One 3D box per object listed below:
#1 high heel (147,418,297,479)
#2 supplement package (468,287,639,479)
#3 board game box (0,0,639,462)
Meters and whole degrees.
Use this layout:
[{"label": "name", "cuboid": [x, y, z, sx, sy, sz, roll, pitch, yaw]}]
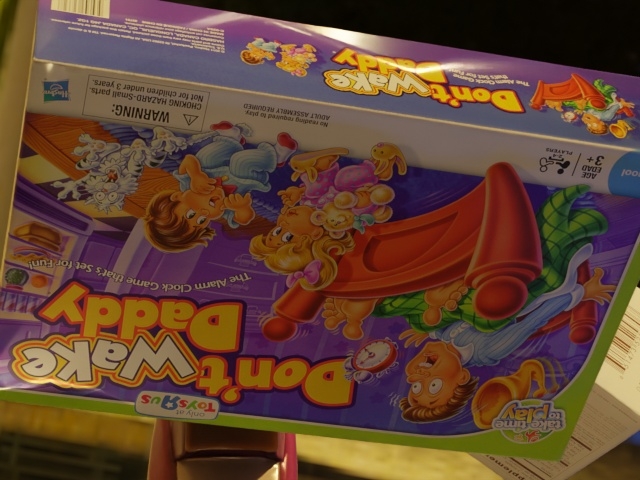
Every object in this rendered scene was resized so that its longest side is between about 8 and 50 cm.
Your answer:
[{"label": "high heel", "cuboid": [-0.067, 0.254, 1.114, 0.181, 0.127, 0.377, 106, -7, -74]}, {"label": "supplement package", "cuboid": [0.190, 0.111, 1.382, 0.105, 0.105, 0.179, -58, -175, -35]}, {"label": "board game box", "cuboid": [0.000, 0.000, 0.977, 0.078, 0.347, 0.233, -96, -163, -51]}]
